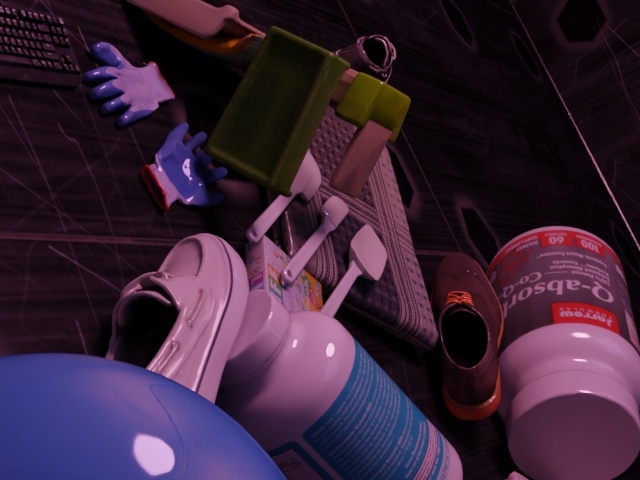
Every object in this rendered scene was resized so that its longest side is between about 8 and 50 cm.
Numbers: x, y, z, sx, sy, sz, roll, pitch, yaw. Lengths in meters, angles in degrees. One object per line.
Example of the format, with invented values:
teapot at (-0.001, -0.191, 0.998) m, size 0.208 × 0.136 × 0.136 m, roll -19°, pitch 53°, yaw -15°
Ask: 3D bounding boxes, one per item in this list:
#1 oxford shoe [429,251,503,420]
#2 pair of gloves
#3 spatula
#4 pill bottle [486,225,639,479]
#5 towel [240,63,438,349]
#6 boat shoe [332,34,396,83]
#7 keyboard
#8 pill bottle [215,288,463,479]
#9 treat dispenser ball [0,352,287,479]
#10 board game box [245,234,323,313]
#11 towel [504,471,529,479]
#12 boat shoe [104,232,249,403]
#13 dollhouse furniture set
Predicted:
oxford shoe at (0.191, 0.098, 1.678) m, size 0.271 × 0.097 × 0.098 m, roll -94°, pitch 175°, yaw -47°
pair of gloves at (-0.166, -0.117, 1.322) m, size 0.198 × 0.023 × 0.159 m, roll 60°, pitch 22°, yaw -3°
spatula at (0.000, 0.000, 1.439) m, size 0.168 × 0.019 × 0.242 m, roll 55°, pitch 26°, yaw -11°
pill bottle at (0.339, 0.157, 1.809) m, size 0.210 × 0.210 × 0.363 m, roll 49°, pitch 24°, yaw -25°
towel at (0.016, -0.045, 1.603) m, size 0.312 × 0.056 × 0.324 m, roll 31°, pitch 38°, yaw -45°
boat shoe at (0.079, -0.272, 1.970) m, size 0.078 × 0.070 × 0.219 m, roll 60°, pitch 22°, yaw -1°
keyboard at (-0.283, -0.193, 1.166) m, size 0.108 × 0.023 × 0.180 m, roll 63°, pitch 22°, yaw 9°
pill bottle at (0.002, 0.163, 1.168) m, size 0.264 × 0.146 × 0.146 m, roll 49°, pitch 24°, yaw -26°
treat dispenser ball at (-0.137, 0.199, 0.642) m, size 0.288 × 0.288 × 0.288 m, roll 46°, pitch 26°, yaw -30°
board game box at (-0.034, 0.080, 1.352) m, size 0.103 × 0.026 × 0.154 m, roll 42°, pitch 28°, yaw -37°
towel at (0.340, 0.482, 1.622) m, size 0.317 × 0.053 × 0.332 m, roll 35°, pitch 32°, yaw -44°
boat shoe at (-0.131, 0.070, 1.081) m, size 0.088 × 0.096 × 0.267 m, roll 53°, pitch 31°, yaw -29°
dollhouse furniture set at (-0.084, -0.165, 1.438) m, size 0.301 × 0.151 × 0.197 m, roll 29°, pitch 6°, yaw 29°
